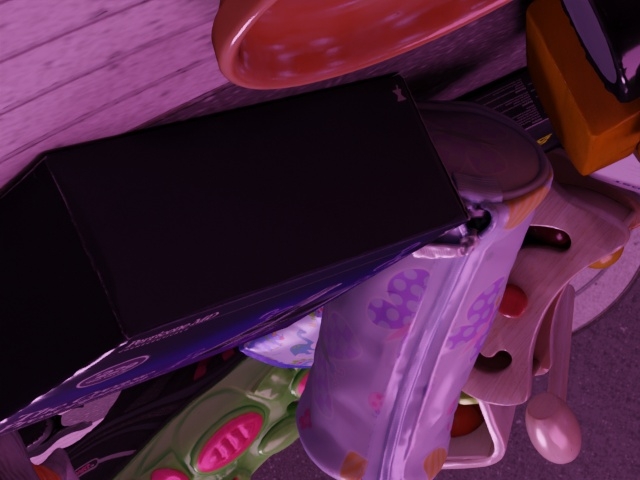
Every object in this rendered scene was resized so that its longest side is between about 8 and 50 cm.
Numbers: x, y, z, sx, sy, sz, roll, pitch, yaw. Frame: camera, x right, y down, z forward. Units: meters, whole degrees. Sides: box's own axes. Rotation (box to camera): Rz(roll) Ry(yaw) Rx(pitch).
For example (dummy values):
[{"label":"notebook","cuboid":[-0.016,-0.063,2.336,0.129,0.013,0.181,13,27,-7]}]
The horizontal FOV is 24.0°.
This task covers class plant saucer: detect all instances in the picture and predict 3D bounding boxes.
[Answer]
[{"label":"plant saucer","cuboid":[0.047,-0.119,0.563,0.200,0.037,0.200,-25,172,-4]}]

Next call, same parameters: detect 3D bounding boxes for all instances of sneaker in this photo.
[{"label":"sneaker","cuboid":[-0.092,0.142,1.584,0.483,0.202,0.185,-35,134,-17]},{"label":"sneaker","cuboid":[-0.345,0.231,1.694,0.170,0.051,0.089,-29,168,0]}]

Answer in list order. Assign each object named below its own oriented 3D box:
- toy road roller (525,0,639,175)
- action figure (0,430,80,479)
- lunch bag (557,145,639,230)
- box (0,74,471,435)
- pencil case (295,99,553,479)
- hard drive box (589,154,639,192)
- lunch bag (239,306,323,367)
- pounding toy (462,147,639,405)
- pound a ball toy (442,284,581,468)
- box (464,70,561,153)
[{"label":"toy road roller","cuboid":[0.243,-0.069,0.769,0.202,0.241,0.329,-25,173,4]},{"label":"action figure","cuboid":[-0.329,0.167,1.113,0.341,0.179,0.330,5,163,-4]},{"label":"lunch bag","cuboid":[0.261,-0.063,1.418,0.303,0.115,0.243,-23,178,-14]},{"label":"box","cuboid":[-0.073,0.009,0.831,0.261,0.103,0.184,-18,167,-45]},{"label":"pencil case","cuboid":[0.064,0.041,0.990,0.113,0.124,0.273,-2,130,-23]},{"label":"hard drive box","cuboid":[0.305,-0.076,1.075,0.181,0.089,0.232,17,174,1]},{"label":"lunch bag","cuboid":[0.014,0.064,1.409,0.129,0.096,0.151,-29,141,31]},{"label":"pounding toy","cuboid":[0.142,0.057,1.238,0.269,0.154,0.155,-41,179,33]},{"label":"pound a ball toy","cuboid":[0.177,0.114,1.499,0.208,0.136,0.319,-6,-143,23]},{"label":"box","cuboid":[0.128,-0.077,1.118,0.190,0.045,0.184,-26,175,-5]}]
